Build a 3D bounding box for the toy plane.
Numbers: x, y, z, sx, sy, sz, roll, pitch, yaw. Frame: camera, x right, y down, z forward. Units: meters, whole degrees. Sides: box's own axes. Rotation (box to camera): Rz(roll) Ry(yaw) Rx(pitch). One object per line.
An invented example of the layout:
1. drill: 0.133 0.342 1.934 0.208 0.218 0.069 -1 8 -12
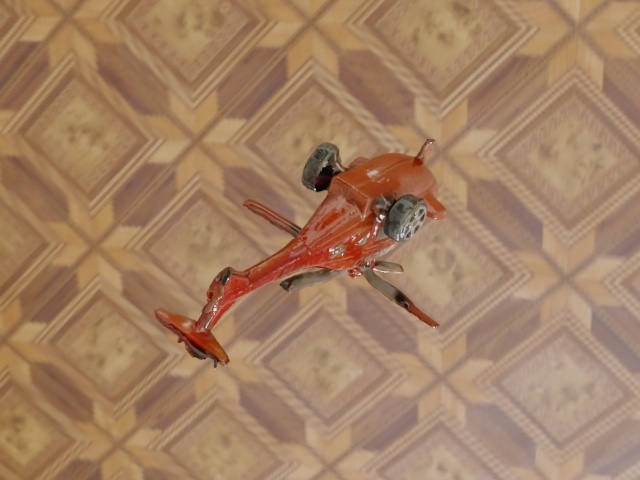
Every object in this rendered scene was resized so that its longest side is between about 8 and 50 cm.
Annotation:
1. toy plane: -0.006 -0.004 0.662 0.126 0.194 0.077 47 131 39
